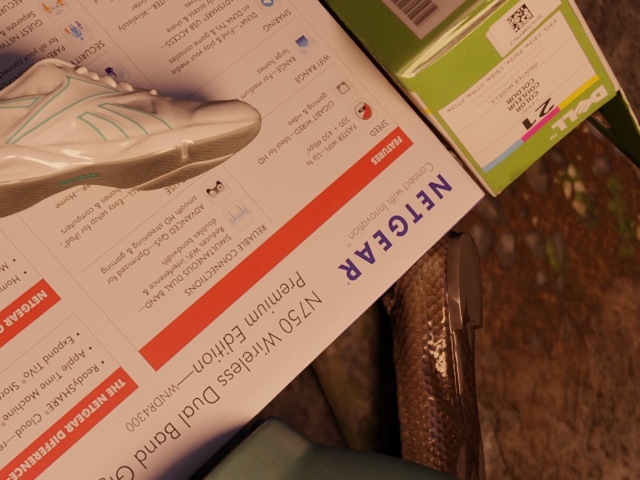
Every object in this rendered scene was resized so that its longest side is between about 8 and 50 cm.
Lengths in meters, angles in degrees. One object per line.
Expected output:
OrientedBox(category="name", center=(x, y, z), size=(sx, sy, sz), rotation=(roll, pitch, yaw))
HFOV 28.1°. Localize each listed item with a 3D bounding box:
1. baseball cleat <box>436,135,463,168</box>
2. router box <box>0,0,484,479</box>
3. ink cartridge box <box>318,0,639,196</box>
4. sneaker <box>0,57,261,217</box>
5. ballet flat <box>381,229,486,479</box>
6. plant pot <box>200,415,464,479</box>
OrientedBox(category="baseball cleat", center=(0.000, 0.000, 0.751), size=(0.206, 0.072, 0.109), rotation=(-12, 92, -26))
OrientedBox(category="router box", center=(-0.134, -0.028, 0.603), size=(0.335, 0.082, 0.301), rotation=(-41, 91, -30))
OrientedBox(category="ink cartridge box", center=(0.089, -0.108, 0.759), size=(0.097, 0.189, 0.255), rotation=(-41, 140, 4))
OrientedBox(category="sneaker", center=(-0.097, -0.051, 0.549), size=(0.152, 0.054, 0.061), rotation=(-10, 73, -26))
OrientedBox(category="ballet flat", center=(0.064, 0.116, 0.770), size=(0.084, 0.058, 0.249), rotation=(20, 69, -68))
OrientedBox(category="plant pot", center=(-0.014, 0.204, 0.571), size=(0.196, 0.293, 0.293), rotation=(45, 56, 5))
